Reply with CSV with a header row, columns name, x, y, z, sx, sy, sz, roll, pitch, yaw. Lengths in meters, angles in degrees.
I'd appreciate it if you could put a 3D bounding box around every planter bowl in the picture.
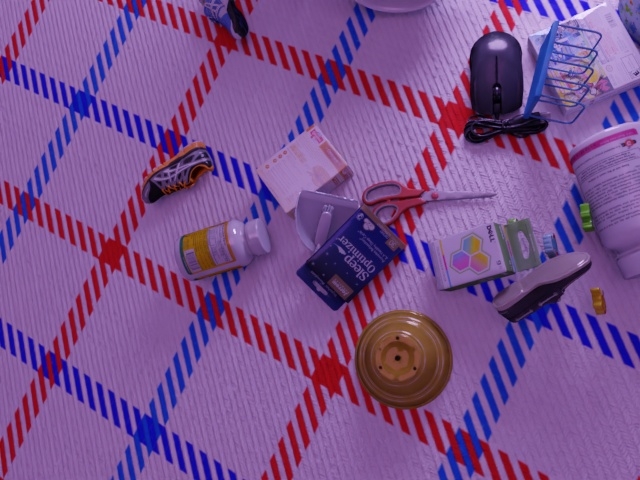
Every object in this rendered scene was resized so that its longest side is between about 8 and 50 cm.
name,x,y,z,sx,sy,sz,roll,pitch,yaw
planter bowl,0.170,0.252,1.226,0.217,0.090,0.217,-3,77,15

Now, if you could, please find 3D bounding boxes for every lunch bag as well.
name,x,y,z,sx,sy,sz,roll,pitch,yaw
lunch bag,0.703,-0.494,1.222,0.096,0.129,0.151,-39,69,5

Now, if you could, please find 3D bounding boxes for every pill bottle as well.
name,x,y,z,sx,sy,sz,roll,pitch,yaw
pill bottle,-0.231,0.017,1.374,0.209,0.117,0.117,-17,74,12
pill bottle,0.620,-0.075,1.137,0.161,0.160,0.282,-17,74,11

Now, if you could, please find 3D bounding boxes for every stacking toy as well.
name,x,y,z,sx,sy,sz,roll,pitch,yaw
stacking toy,0.478,0.047,1.173,0.167,0.052,0.221,-11,77,35

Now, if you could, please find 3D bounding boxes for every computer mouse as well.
name,x,y,z,sx,sy,sz,roll,pitch,yaw
computer mouse,0.410,-0.366,1.305,0.189,0.072,0.272,-6,76,15

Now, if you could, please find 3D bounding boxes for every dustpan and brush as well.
name,x,y,z,sx,sy,sz,roll,pitch,yaw
dustpan and brush,0.000,0.000,1.337,0.148,0.060,0.211,12,109,-4

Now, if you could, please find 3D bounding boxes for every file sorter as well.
name,x,y,z,sx,sy,sz,roll,pitch,yaw
file sorter,0.506,-0.345,1.201,0.105,0.118,0.170,15,82,9

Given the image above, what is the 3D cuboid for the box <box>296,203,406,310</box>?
name,x,y,z,sx,sy,sz,roll,pitch,yaw
box,0.067,0.043,1.305,0.136,0.036,0.225,45,93,-4

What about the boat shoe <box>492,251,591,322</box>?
name,x,y,z,sx,sy,sz,roll,pitch,yaw
boat shoe,0.445,0.095,1.133,0.206,0.075,0.065,-35,106,21

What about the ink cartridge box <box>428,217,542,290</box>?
name,x,y,z,sx,sy,sz,roll,pitch,yaw
ink cartridge box,0.341,0.029,1.205,0.209,0.062,0.108,-20,71,33

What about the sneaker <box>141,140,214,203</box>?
name,x,y,z,sx,sy,sz,roll,pitch,yaw
sneaker,-0.368,-0.161,1.471,0.215,0.084,0.083,-39,76,3

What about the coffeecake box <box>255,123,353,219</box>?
name,x,y,z,sx,sy,sz,roll,pitch,yaw
coffeecake box,-0.039,-0.165,1.386,0.186,0.068,0.142,-38,71,5

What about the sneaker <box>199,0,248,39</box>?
name,x,y,z,sx,sy,sz,roll,pitch,yaw
sneaker,-0.261,-0.608,1.547,0.081,0.080,0.211,-34,62,13

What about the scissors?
name,x,y,z,sx,sy,sz,roll,pitch,yaw
scissors,0.244,-0.111,1.321,0.297,0.021,0.108,-15,73,13

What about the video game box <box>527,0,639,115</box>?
name,x,y,z,sx,sy,sz,roll,pitch,yaw
video game box,0.592,-0.404,1.277,0.187,0.048,0.205,-21,73,8

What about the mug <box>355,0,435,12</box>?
name,x,y,z,sx,sy,sz,roll,pitch,yaw
mug,0.235,-0.759,1.334,0.375,0.276,0.327,4,72,18
